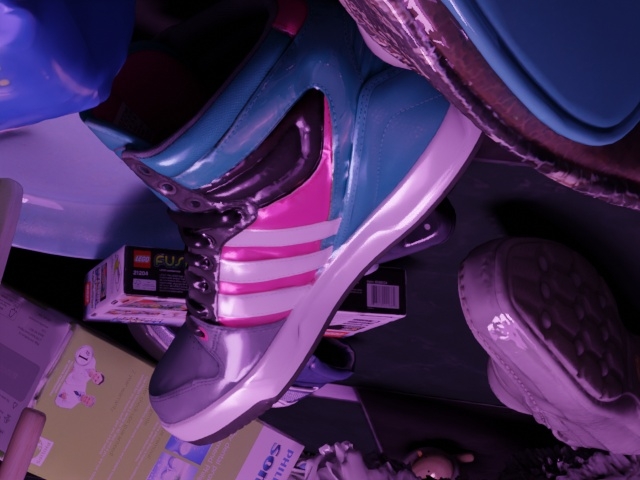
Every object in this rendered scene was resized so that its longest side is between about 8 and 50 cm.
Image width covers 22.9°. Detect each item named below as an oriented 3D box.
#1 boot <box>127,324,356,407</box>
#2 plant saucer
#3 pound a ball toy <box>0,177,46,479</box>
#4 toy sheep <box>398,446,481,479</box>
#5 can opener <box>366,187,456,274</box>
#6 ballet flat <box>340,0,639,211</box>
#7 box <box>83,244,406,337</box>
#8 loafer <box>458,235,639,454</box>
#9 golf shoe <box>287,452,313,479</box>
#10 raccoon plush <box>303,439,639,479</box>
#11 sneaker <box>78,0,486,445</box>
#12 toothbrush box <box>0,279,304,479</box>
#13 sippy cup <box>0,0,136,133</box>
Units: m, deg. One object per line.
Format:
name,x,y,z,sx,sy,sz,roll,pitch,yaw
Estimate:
boot,-0.061,0.074,1.274,0.086,0.069,0.190,-26,141,36
plant saucer,-0.196,-0.069,1.002,0.318,0.043,0.317,10,159,4
pound a ball toy,-0.279,0.102,0.976,0.136,0.319,0.208,-6,153,37
toy sheep,0.110,0.250,1.575,0.091,0.091,0.132,10,140,4
can opener,0.000,0.000,0.975,0.186,0.059,0.073,-20,176,22
ballet flat,0.126,-0.082,0.655,0.483,0.164,0.182,31,168,-29
box,-0.055,0.039,1.128,0.207,0.036,0.114,5,167,-22
loafer,0.164,0.086,1.109,0.111,0.112,0.319,-11,151,27
golf shoe,0.017,0.280,1.695,0.176,0.086,0.069,9,156,1
raccoon plush,0.199,0.272,1.513,0.446,0.216,0.299,28,167,0
sneaker,-0.059,-0.020,0.854,0.178,0.124,0.295,27,119,-20
toothbrush box,-0.187,0.141,1.323,0.206,0.122,0.283,22,173,45
sippy cup,-0.202,-0.126,0.654,0.224,0.305,0.240,-5,111,12
